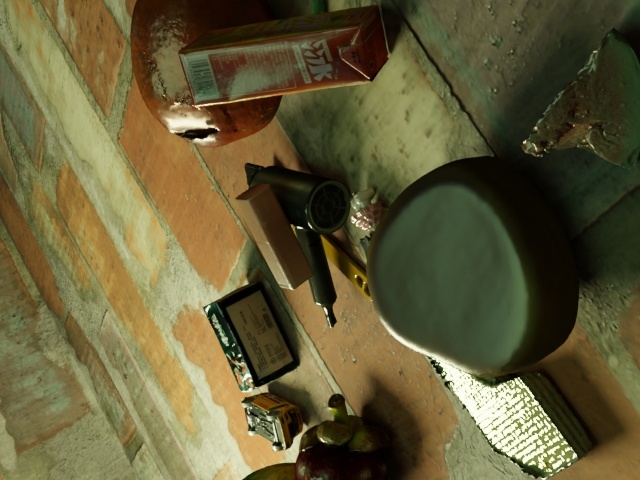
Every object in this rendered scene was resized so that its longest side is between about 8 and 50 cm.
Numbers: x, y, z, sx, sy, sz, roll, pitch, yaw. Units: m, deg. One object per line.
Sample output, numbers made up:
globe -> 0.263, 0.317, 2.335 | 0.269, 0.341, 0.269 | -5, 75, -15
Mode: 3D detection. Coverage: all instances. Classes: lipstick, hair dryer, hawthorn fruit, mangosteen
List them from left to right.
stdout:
hawthorn fruit -> -0.153, -0.276, 1.324 | 0.211, 0.211, 0.299 | 31, 138, 47
lipstick -> -0.062, -0.005, 1.391 | 0.045, 0.045, 0.145 | 9, 129, 58
hair dryer -> -0.028, 0.013, 1.468 | 0.195, 0.078, 0.248 | 17, 127, 51
mangosteen -> 0.036, 0.338, 1.594 | 0.146, 0.155, 0.182 | 69, -161, -74

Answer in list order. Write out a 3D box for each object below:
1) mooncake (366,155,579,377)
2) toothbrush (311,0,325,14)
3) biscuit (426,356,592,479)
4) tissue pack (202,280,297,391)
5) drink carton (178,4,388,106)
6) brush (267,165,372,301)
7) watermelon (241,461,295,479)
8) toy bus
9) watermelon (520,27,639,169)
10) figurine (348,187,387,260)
mooncake -> 0.163, 0.022, 1.086 | 0.234, 0.117, 0.235 | 11, 105, 45
toothbrush -> -0.005, -0.323, 1.224 | 0.024, 0.018, 0.257 | 39, 143, 46
biscuit -> 0.214, 0.172, 1.215 | 0.250, 0.046, 0.147 | 56, 150, 18
tissue pack -> -0.122, 0.168, 1.755 | 0.090, 0.103, 0.170 | -22, 94, 56
drink carton -> -0.041, -0.213, 1.168 | 0.222, 0.096, 0.071 | -5, 115, 21
brush -> 0.000, 0.000, 1.492 | 0.272, 0.013, 0.103 | 44, 147, 34
watermelon -> -0.046, 0.507, 1.747 | 0.269, 0.269, 0.269 | 41, 145, 38
toy bus -> -0.084, 0.327, 1.850 | 0.162, 0.074, 0.070 | 10, 114, 61
watermelon -> 0.246, -0.117, 0.901 | 0.101, 0.080, 0.155 | 39, 129, 25
figurine -> 0.072, -0.002, 1.318 | 0.129, 0.054, 0.072 | 62, 157, 10
